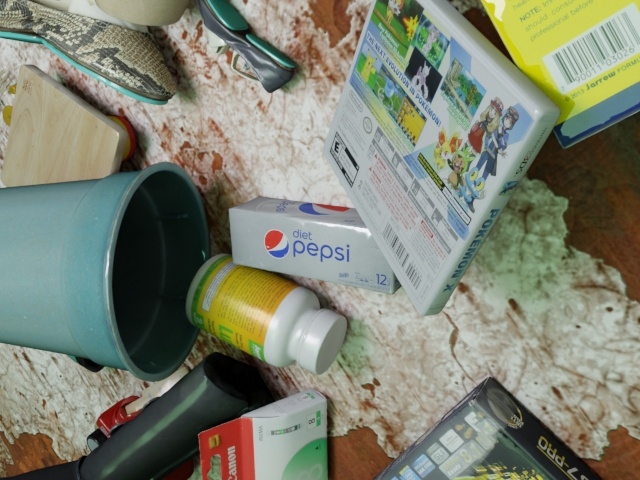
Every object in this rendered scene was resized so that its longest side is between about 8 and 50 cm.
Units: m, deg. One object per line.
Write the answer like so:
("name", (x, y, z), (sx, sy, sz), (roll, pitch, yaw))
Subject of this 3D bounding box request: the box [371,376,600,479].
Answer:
("box", (0.245, 0.448, 0.983), (0.318, 0.097, 0.395), (46, 123, 13))

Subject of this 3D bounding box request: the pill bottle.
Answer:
("pill bottle", (-0.087, 0.124, 1.045), (0.245, 0.136, 0.136), (22, 116, 23))

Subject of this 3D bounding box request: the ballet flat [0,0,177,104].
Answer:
("ballet flat", (-0.426, -0.385, 1.074), (0.482, 0.164, 0.182), (26, 108, 25))

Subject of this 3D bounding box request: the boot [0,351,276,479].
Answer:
("boot", (-0.326, 0.353, 1.041), (0.445, 0.367, 0.146), (-33, 75, 11))

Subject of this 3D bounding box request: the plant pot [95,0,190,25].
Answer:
("plant pot", (-0.245, -0.462, 0.898), (0.256, 0.256, 0.274), (31, 127, 18))

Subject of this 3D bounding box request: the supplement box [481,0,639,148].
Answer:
("supplement box", (0.271, -0.307, 0.661), (0.195, 0.194, 0.356), (-29, 90, 34))

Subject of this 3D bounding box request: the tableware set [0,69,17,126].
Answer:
("tableware set", (-0.657, -0.275, 1.317), (0.154, 0.024, 0.104), (-30, 93, 33))

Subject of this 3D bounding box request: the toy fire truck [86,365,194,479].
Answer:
("toy fire truck", (-0.329, 0.389, 1.285), (0.217, 0.158, 0.246), (46, 133, 10))

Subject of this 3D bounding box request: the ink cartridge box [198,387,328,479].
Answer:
("ink cartridge box", (-0.089, 0.372, 1.079), (0.056, 0.224, 0.181), (22, 118, 49))

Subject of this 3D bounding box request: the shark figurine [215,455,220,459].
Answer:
("shark figurine", (-0.130, 0.425, 1.213), (0.116, 0.166, 0.278), (45, 145, 40))

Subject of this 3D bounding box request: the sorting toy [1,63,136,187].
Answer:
("sorting toy", (-0.467, -0.159, 1.202), (0.255, 0.089, 0.257), (35, 120, 16))

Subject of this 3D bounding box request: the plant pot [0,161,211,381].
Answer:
("plant pot", (-0.399, 0.045, 1.030), (0.334, 0.341, 0.341), (1, 107, 13))

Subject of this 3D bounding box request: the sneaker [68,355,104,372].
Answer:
("sneaker", (-0.449, 0.151, 1.290), (0.121, 0.108, 0.302), (39, 129, 13))

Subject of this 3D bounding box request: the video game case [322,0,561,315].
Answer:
("video game case", (0.114, -0.127, 0.775), (0.329, 0.036, 0.300), (63, 146, 38))

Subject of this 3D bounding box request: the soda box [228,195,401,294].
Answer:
("soda box", (0.000, 0.000, 0.981), (0.286, 0.091, 0.098), (8, 111, 28))

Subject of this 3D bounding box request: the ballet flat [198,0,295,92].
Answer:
("ballet flat", (-0.128, -0.300, 0.970), (0.203, 0.074, 0.074), (44, 122, 8))
